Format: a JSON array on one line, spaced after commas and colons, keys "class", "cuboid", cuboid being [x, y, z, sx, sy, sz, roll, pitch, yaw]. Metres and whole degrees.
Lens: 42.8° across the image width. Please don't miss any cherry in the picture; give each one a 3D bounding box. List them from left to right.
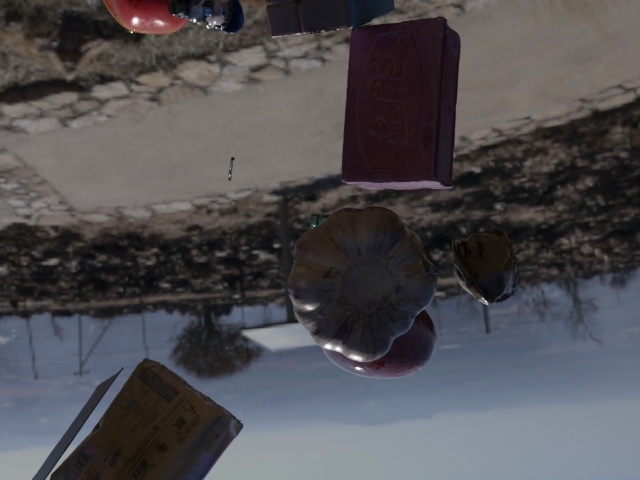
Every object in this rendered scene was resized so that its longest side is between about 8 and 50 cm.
[{"class": "cherry", "cuboid": [0.106, 0.182, 1.701, 0.285, 0.213, 0.236, 33, -179, -17]}]

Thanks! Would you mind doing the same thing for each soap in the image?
[{"class": "soap", "cuboid": [0.180, -0.295, 1.798, 0.233, 0.360, 0.128, 2, 175, 30]}]

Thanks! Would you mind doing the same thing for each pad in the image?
[{"class": "pad", "cuboid": [-0.491, 0.401, 1.491, 0.007, 0.368, 0.247, 38, 150, -10]}]

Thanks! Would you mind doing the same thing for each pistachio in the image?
[{"class": "pistachio", "cuboid": [0.331, 0.055, 1.629, 0.165, 0.210, 0.130, 34, 123, -5]}]

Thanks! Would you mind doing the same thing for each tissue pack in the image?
[{"class": "tissue pack", "cuboid": [-0.278, 0.335, 1.285, 0.215, 0.257, 0.123, 28, 168, 32]}]

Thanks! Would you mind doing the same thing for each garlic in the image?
[{"class": "garlic", "cuboid": [0.062, 0.066, 1.299, 0.244, 0.245, 0.160, -3, -178, -7]}]

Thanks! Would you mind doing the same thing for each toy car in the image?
[{"class": "toy car", "cuboid": [0.000, 0.000, 2.131, 0.073, 0.143, 0.054, -1, -174, -41]}]

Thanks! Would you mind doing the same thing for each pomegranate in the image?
[{"class": "pomegranate", "cuboid": [-0.374, -0.550, 1.778, 0.220, 0.221, 0.257, 1, 156, -25]}]

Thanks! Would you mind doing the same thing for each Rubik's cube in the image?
[{"class": "Rubik's cube", "cuboid": [0.013, -0.588, 1.817, 0.221, 0.225, 0.231, 1, -157, 29]}]

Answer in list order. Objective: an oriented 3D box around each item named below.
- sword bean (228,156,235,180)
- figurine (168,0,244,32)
[{"class": "sword bean", "cuboid": [-0.218, -0.174, 1.986, 0.012, 0.012, 0.083, -2, 145, -13]}, {"class": "figurine", "cuboid": [-0.190, -0.379, 1.335, 0.136, 0.077, 0.079, -6, -174, -37]}]
